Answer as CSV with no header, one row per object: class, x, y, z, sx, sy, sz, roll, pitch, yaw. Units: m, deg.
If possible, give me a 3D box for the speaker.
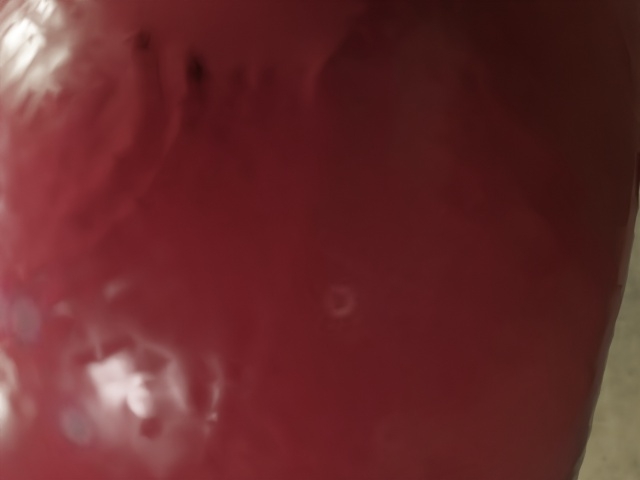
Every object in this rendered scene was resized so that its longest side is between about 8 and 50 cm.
speaker,0.000,0.000,0.467,0.294,0.294,0.294,-172,90,-75
